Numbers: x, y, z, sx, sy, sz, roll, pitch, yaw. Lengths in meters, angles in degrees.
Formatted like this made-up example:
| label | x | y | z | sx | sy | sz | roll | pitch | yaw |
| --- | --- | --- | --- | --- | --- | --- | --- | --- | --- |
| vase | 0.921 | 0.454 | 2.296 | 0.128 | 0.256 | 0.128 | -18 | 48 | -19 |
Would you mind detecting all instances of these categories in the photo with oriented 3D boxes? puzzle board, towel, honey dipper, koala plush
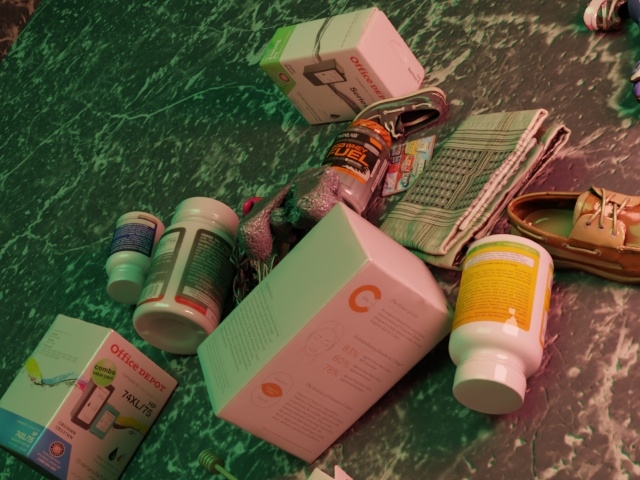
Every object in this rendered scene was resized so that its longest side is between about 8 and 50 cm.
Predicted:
| label | x | y | z | sx | sy | sz | roll | pitch | yaw |
| --- | --- | --- | --- | --- | --- | --- | --- | --- | --- |
| puzzle board | 0.167 | -0.144 | 2.048 | 0.096 | 0.011 | 0.128 | -14 | 45 | 33 |
| towel | 0.243 | -0.098 | 1.832 | 0.312 | 0.056 | 0.324 | -50 | 21 | -9 |
| honey dipper | -0.151 | 0.395 | 1.792 | 0.030 | 0.030 | 0.160 | -52 | 40 | -12 |
| koala plush | 0.000 | 0.000 | 1.898 | 0.196 | 0.221 | 0.203 | -24 | 18 | 26 |

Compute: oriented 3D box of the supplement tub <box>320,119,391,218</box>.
| label | x | y | z | sx | sy | sz | roll | pitch | yaw |
| --- | --- | --- | --- | --- | --- | --- | --- | --- | --- |
| supplement tub | 0.060 | -0.132 | 2.041 | 0.117 | 0.117 | 0.190 | -5 | 47 | 40 |

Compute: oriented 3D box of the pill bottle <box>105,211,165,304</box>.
| label | x | y | z | sx | sy | sz | roll | pitch | yaw |
| --- | --- | --- | --- | --- | --- | --- | --- | --- | --- |
| pill bottle | -0.399 | 0.040 | 2.303 | 0.112 | 0.112 | 0.187 | -22 | 41 | 26 |

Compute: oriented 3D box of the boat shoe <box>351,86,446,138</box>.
| label | x | y | z | sx | sy | sz | roll | pitch | yaw |
| --- | --- | --- | --- | --- | --- | --- | --- | --- | --- |
| boat shoe | 0.148 | -0.236 | 2.105 | 0.206 | 0.075 | 0.065 | -20 | 39 | 21 |

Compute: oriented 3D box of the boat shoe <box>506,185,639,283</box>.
| label | x | y | z | sx | sy | sz | roll | pitch | yaw |
| --- | --- | --- | --- | --- | --- | --- | --- | --- | --- |
| boat shoe | 0.416 | -0.016 | 1.599 | 0.324 | 0.120 | 0.123 | 0 | 54 | 43 |

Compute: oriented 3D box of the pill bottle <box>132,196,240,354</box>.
| label | x | y | z | sx | sy | sz | roll | pitch | yaw |
| --- | --- | --- | --- | --- | --- | --- | --- | --- | --- |
| pill bottle | -0.252 | 0.065 | 2.101 | 0.161 | 0.161 | 0.283 | -15 | 44 | 32 |

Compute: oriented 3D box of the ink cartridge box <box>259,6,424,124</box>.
| label | x | y | z | sx | sy | sz | roll | pitch | yaw |
| --- | --- | --- | --- | --- | --- | --- | --- | --- | --- |
| ink cartridge box | 0.044 | -0.353 | 2.211 | 0.272 | 0.198 | 0.115 | -2 | 53 | 42 |

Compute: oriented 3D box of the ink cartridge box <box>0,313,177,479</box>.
| label | x | y | z | sx | sy | sz | roll | pitch | yaw |
| --- | --- | --- | --- | --- | --- | --- | --- | --- | --- |
| ink cartridge box | -0.449 | 0.310 | 2.009 | 0.197 | 0.198 | 0.270 | 8 | 60 | 47 |

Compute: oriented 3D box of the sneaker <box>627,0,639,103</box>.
| label | x | y | z | sx | sy | sz | roll | pitch | yaw |
| --- | --- | --- | --- | --- | --- | --- | --- | --- | --- |
| sneaker | 0.562 | -0.304 | 1.745 | 0.182 | 0.127 | 0.315 | -36 | 38 | 5 |

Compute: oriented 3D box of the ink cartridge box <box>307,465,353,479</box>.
| label | x | y | z | sx | sy | sz | roll | pitch | yaw |
| --- | --- | --- | --- | --- | --- | --- | --- | --- | --- |
| ink cartridge box | 0.014 | 0.410 | 1.568 | 0.090 | 0.092 | 0.143 | 19 | 68 | 50 |

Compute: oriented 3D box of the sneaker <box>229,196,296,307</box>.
| label | x | y | z | sx | sy | sz | roll | pitch | yaw |
| --- | --- | --- | --- | --- | --- | --- | --- | --- | --- |
| sneaker | -0.121 | 0.066 | 1.988 | 0.120 | 0.112 | 0.299 | -8 | 67 | 33 |

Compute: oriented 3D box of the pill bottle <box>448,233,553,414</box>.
| label | x | y | z | sx | sy | sz | roll | pitch | yaw |
| --- | --- | --- | --- | --- | --- | --- | --- | --- | --- |
| pill bottle | 0.263 | 0.125 | 1.585 | 0.136 | 0.136 | 0.246 | -12 | 46 | 34 |

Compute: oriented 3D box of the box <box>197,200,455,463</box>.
| label | x | y | z | sx | sy | sz | roll | pitch | yaw |
| --- | --- | --- | --- | --- | --- | --- | --- | --- | --- |
| box | 0.006 | 0.149 | 1.686 | 0.345 | 0.215 | 0.168 | -45 | 35 | 15 |

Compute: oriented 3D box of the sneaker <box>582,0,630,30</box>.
| label | x | y | z | sx | sy | sz | roll | pitch | yaw |
| --- | --- | --- | --- | --- | --- | --- | --- | --- | --- |
| sneaker | 0.559 | -0.446 | 1.953 | 0.077 | 0.072 | 0.178 | 29 | 83 | 40 |
